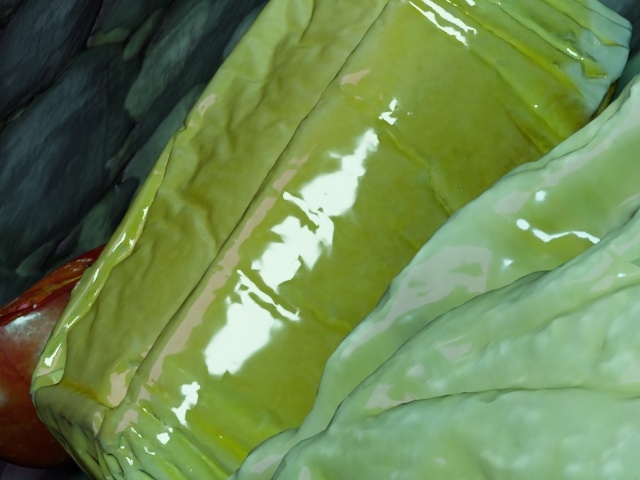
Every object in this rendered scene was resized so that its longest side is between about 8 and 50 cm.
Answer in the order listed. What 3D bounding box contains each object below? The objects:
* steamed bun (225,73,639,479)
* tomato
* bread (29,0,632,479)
[{"bbox_3d":[0.057,0.087,0.392,0.428,0.189,0.247,-45,37,11],"label":"steamed bun"},{"bbox_3d":[-0.134,0.065,0.774,0.139,0.091,0.159,-25,11,24],"label":"tomato"},{"bbox_3d":[0.000,0.000,0.623,0.288,0.119,0.152,-57,26,-11],"label":"bread"}]
